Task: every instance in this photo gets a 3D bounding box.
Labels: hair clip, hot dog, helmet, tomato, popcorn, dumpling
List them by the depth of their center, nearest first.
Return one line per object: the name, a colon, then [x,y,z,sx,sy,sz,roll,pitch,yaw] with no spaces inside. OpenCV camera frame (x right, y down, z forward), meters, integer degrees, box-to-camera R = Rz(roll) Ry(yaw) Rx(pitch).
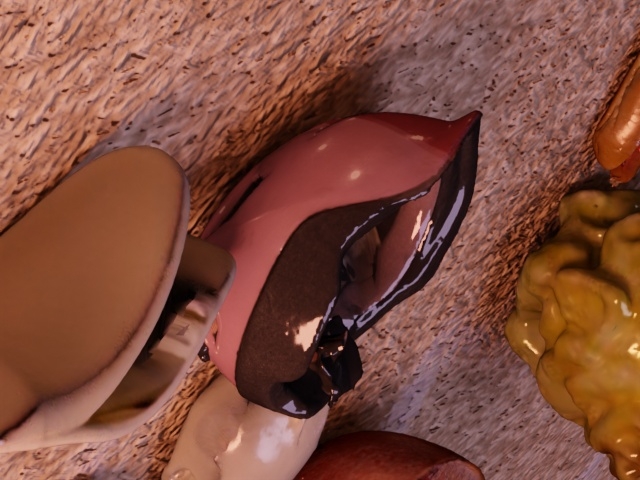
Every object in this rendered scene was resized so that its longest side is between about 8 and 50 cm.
hair clip: [-0.162,0.045,1.209,0.282,0.172,0.113,-45,143,-36]
helmet: [0.000,0.000,1.393,0.198,0.154,0.253,84,31,-67]
dumpling: [-0.046,0.148,1.566,0.176,0.092,0.150,-65,163,14]
tomato: [0.001,0.295,1.739,0.338,0.143,0.338,-41,154,-26]
hot dog: [0.320,-0.149,1.782,0.092,0.062,0.236,-15,135,-54]
popcorn: [0.326,0.092,1.837,0.312,0.312,0.312,-36,148,-27]
